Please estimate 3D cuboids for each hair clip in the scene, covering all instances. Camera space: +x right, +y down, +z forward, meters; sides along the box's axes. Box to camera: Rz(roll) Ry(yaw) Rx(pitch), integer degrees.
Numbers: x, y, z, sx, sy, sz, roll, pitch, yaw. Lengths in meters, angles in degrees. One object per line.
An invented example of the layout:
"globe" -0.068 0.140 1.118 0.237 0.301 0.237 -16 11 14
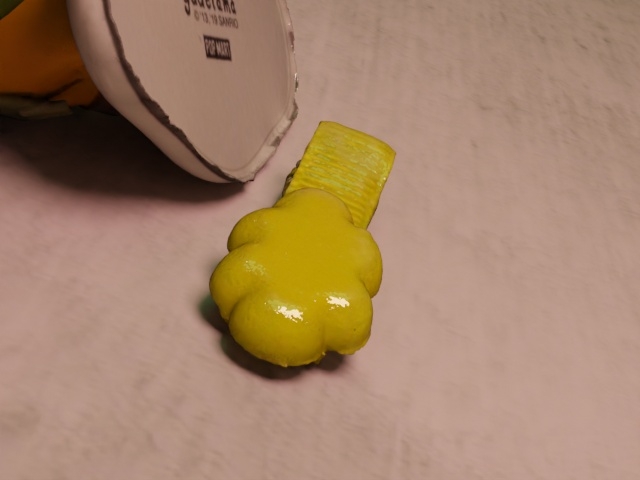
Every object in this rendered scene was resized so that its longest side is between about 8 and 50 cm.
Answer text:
"hair clip" 0.000 0.000 0.526 0.072 0.046 0.173 20 30 4

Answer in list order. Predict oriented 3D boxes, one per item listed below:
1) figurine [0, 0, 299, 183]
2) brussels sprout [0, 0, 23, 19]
"figurine" -0.111 -0.099 0.587 0.141 0.167 0.250 -10 -7 16
"brussels sprout" -0.233 -0.136 0.384 0.328 0.247 0.328 4 21 -1
